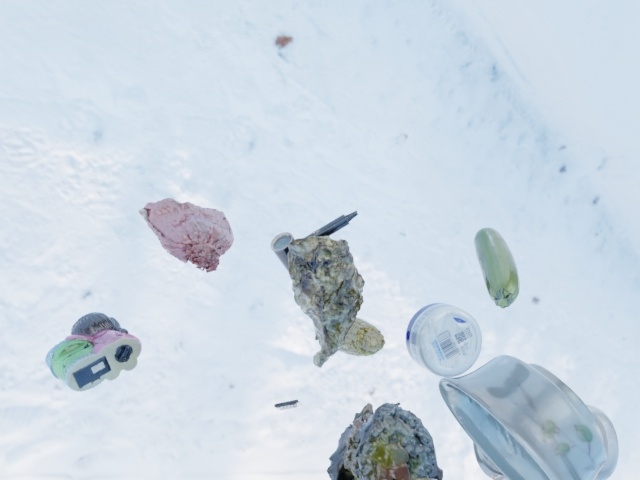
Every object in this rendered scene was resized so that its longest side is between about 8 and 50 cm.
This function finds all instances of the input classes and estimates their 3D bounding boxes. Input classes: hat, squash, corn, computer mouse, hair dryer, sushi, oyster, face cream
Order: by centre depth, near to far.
[{"bbox_3d":[0.335,0.053,1.235,0.252,0.066,0.066,-85,175,-57],"label":"squash"},{"bbox_3d":[0.486,0.437,1.430,0.121,0.296,0.184,48,37,-61],"label":"computer mouse"},{"bbox_3d":[0.141,0.511,1.540,0.238,0.225,0.218,-27,171,-42],"label":"sushi"},{"bbox_3d":[-0.322,-0.006,1.669,0.236,0.286,0.107,-1,122,-27],"label":"hat"},{"bbox_3d":[0.038,0.150,1.759,0.204,0.111,0.397,-18,117,-12],"label":"oyster"},{"bbox_3d":[0.000,0.000,1.813,0.255,0.070,0.128,-29,128,1],"label":"hair dryer"},{"bbox_3d":[0.357,0.286,1.889,0.205,0.111,0.206,0,91,-15],"label":"face cream"},{"bbox_3d":[0.104,0.289,1.983,0.119,0.322,0.119,1,86,-20],"label":"corn"}]

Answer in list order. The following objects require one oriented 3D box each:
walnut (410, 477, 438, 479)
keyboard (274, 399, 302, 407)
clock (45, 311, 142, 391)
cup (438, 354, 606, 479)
[{"bbox_3d":[0.175,0.616,1.295,0.285,0.285,0.297,0,128,-48],"label":"walnut"},{"bbox_3d":[-0.104,0.539,2.142,0.087,0.017,0.250,-10,163,-4],"label":"keyboard"},{"bbox_3d":[-0.540,0.253,1.535,0.193,0.195,0.100,-26,120,-29],"label":"clock"},{"bbox_3d":[0.401,0.349,1.247,0.163,0.347,0.347,-39,138,-10],"label":"cup"}]
